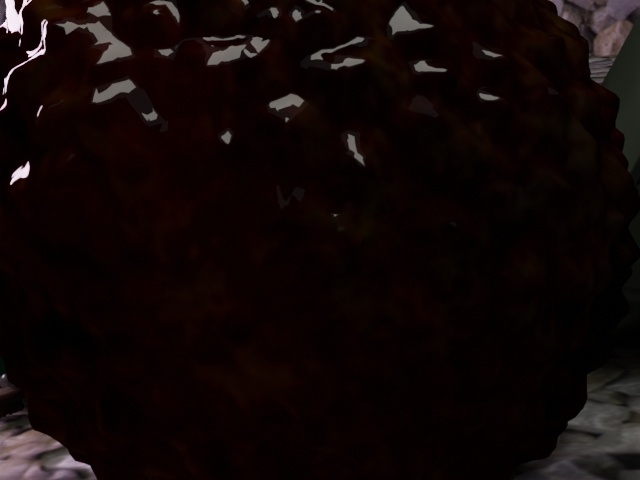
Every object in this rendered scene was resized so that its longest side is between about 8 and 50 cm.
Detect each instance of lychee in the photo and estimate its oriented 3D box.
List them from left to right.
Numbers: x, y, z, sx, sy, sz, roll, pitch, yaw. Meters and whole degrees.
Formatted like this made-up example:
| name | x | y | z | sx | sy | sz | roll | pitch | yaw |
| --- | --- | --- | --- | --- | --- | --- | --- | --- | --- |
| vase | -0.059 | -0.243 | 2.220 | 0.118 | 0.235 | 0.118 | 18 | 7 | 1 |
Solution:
| name | x | y | z | sx | sy | sz | roll | pitch | yaw |
| --- | --- | --- | --- | --- | --- | --- | --- | --- | --- |
| lychee | 0.000 | 0.000 | 1.054 | 0.424 | 0.500 | 0.425 | -30 | 31 | 21 |

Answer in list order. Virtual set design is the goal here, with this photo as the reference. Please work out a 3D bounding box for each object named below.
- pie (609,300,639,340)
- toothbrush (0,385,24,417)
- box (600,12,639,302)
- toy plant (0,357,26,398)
| name | x | y | z | sx | sy | sz | roll | pitch | yaw |
| --- | --- | --- | --- | --- | --- | --- | --- | --- | --- |
| pie | 0.209 | 0.034 | 1.515 | 0.306 | 0.071 | 0.306 | -4 | 14 | 1 |
| toothbrush | -0.383 | 0.164 | 1.275 | 0.364 | 0.041 | 0.041 | -16 | 17 | -39 |
| box | 0.327 | -0.060 | 1.342 | 0.225 | 0.225 | 0.117 | 11 | 40 | -16 |
| toy plant | -0.214 | 0.030 | 1.375 | 0.243 | 0.233 | 0.112 | 16 | 23 | 23 |
